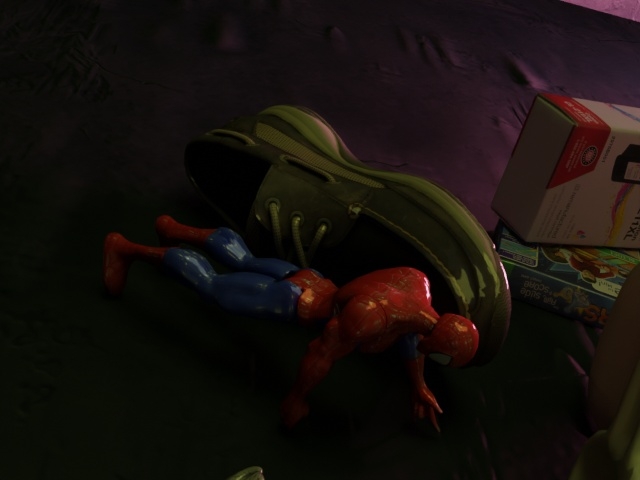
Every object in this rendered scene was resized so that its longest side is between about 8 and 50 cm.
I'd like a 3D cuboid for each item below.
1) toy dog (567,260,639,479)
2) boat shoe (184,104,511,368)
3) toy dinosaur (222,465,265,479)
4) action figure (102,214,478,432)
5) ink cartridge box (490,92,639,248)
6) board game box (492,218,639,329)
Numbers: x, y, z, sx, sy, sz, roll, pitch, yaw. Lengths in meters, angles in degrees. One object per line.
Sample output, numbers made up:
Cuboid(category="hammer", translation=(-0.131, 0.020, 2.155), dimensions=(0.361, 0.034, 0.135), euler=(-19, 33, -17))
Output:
Cuboid(category="toy dog", translation=(0.373, 0.152, 0.532), dimensions=(0.408, 0.285, 0.395), euler=(22, -8, 11))
Cuboid(category="boat shoe", translation=(0.000, 0.000, 0.712), dimensions=(0.130, 0.132, 0.355), euler=(-14, 32, -29))
Cuboid(category="toy dinosaur", translation=(-0.103, 0.181, 0.298), dimensions=(0.313, 0.160, 0.121), euler=(-17, 82, -44))
Cuboid(category="action figure", translation=(-0.020, 0.069, 0.612), dimensions=(0.280, 0.139, 0.091), euler=(9, 23, 35))
Cuboid(category="ink cartridge box", translation=(0.275, -0.065, 0.875), dimensions=(0.175, 0.127, 0.072), euler=(3, 30, -26))
Cuboid(category="board game box", translation=(0.265, 0.036, 0.865), dimensions=(0.201, 0.035, 0.136), euler=(20, 28, 6))
